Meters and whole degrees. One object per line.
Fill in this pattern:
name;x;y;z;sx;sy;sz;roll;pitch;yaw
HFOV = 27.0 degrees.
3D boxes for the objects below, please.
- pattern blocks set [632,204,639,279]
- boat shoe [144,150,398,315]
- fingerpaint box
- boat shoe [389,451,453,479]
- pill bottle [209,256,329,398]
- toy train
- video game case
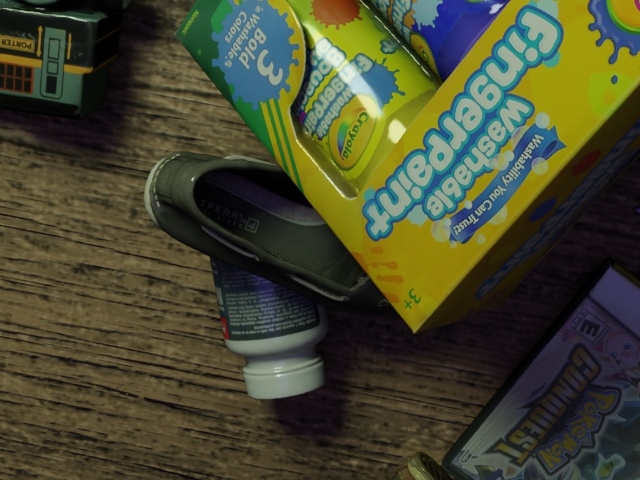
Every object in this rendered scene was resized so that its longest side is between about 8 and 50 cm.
pattern blocks set;0.387;0.108;1.338;0.285;0.026;0.325;-10;97;6
boat shoe;0.000;0.000;1.230;0.335;0.095;0.112;18;84;-25
fingerpaint box;0.130;-0.209;1.107;0.371;0.163;0.445;52;124;19
boat shoe;0.138;0.301;1.368;0.060;0.064;0.178;-42;86;13
pill bottle;-0.049;0.061;1.323;0.108;0.108;0.180;-9;96;5
toy train;-0.347;-0.229;1.299;0.334;0.142;0.190;9;108;3
video game case;0.301;0.197;1.330;0.248;0.035;0.275;37;104;2
